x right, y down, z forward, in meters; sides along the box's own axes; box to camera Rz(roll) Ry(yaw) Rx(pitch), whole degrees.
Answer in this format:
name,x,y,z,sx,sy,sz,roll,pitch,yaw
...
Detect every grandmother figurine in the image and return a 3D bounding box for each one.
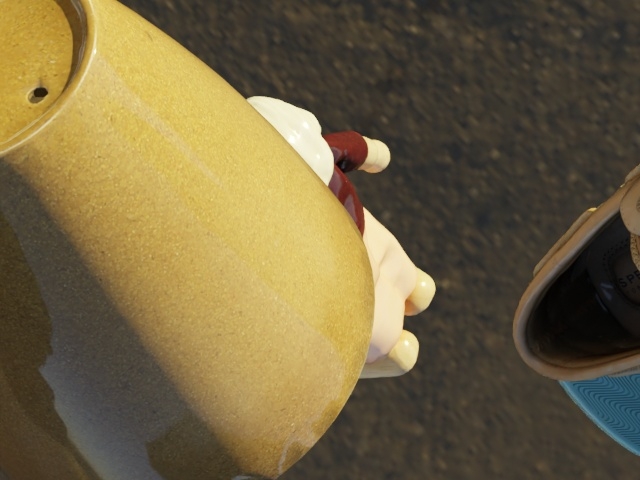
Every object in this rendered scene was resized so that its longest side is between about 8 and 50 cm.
name,x,y,z,sx,sy,sz,roll,pitch,yaw
grandmother figurine,0.000,0.000,1.576,0.104,0.208,0.342,-3,150,20

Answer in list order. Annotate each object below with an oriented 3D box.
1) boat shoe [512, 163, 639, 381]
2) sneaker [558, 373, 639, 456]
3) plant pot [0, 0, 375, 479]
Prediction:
name,x,y,z,sx,sy,sz,roll,pitch,yaw
boat shoe,0.204,-0.001,0.930,0.110,0.121,0.341,-32,173,-28
sneaker,0.290,0.071,1.362,0.319,0.208,0.127,28,118,-10
plant pot,-0.121,-0.016,0.973,0.237,0.237,0.254,-34,144,-4
